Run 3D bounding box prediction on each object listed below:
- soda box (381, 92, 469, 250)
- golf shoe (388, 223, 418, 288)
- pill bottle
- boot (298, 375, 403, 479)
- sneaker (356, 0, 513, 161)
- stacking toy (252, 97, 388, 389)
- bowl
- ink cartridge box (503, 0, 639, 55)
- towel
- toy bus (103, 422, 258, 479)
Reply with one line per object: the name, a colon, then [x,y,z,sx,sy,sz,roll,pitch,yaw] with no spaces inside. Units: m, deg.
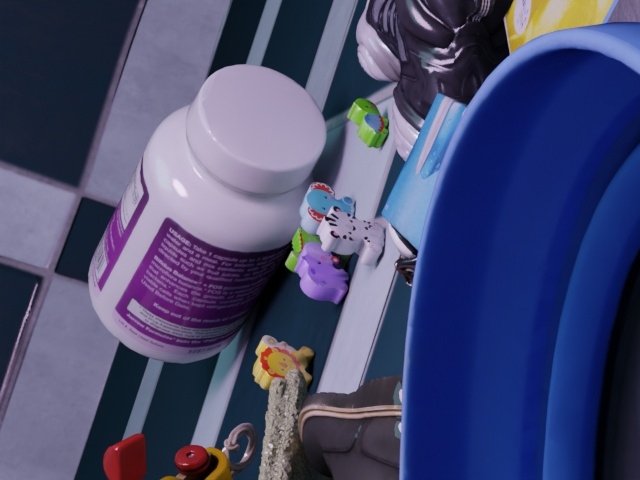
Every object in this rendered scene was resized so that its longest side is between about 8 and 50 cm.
soda box: [0.085,-0.015,0.902,0.210,0.067,0.071,-128,62,-78]
golf shoe: [0.078,0.008,1.178,0.198,0.094,0.077,122,162,-53]
pill bottle: [-0.105,-0.027,1.896,0.301,0.169,0.169,123,162,-48]
boot: [0.023,0.166,1.238,0.198,0.077,0.137,138,144,-69]
sneaker: [0.087,-0.162,1.313,0.268,0.101,0.153,-102,15,-58]
stacking toy: [0.000,0.000,1.654,0.221,0.052,0.167,-84,18,-52]
bowl: [0.108,0.136,0.540,0.391,0.077,0.391,176,90,-77]
ink cartridge box: [0.190,-0.163,0.999,0.303,0.072,0.307,-87,17,-58]
towel: [-0.012,0.171,1.357,0.148,0.027,0.110,-82,-26,-47]
toy bus: [-0.093,0.243,1.553,0.104,0.191,0.202,17,87,35]
